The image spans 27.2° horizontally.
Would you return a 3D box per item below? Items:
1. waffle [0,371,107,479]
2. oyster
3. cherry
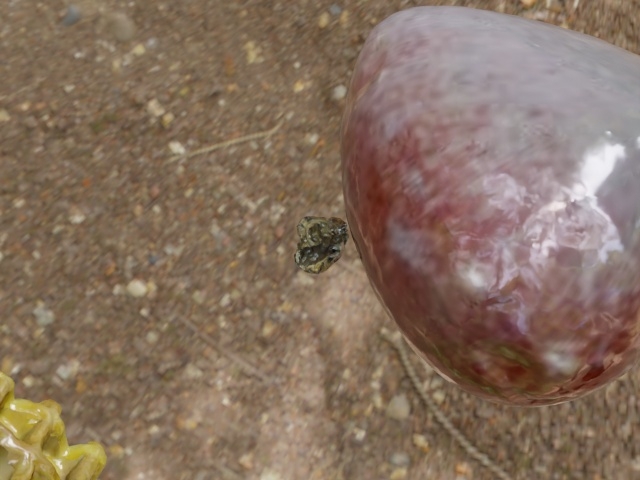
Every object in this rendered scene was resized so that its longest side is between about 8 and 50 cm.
[{"bbox_3d":[-0.199,0.171,0.707,0.253,0.249,0.056,19,130,-41],"label":"waffle"},{"bbox_3d":[-0.001,0.003,1.292,0.054,0.083,0.019,-6,137,13],"label":"oyster"},{"bbox_3d":[0.183,-0.038,1.075,0.326,0.335,0.291,-11,146,-22],"label":"cherry"}]
